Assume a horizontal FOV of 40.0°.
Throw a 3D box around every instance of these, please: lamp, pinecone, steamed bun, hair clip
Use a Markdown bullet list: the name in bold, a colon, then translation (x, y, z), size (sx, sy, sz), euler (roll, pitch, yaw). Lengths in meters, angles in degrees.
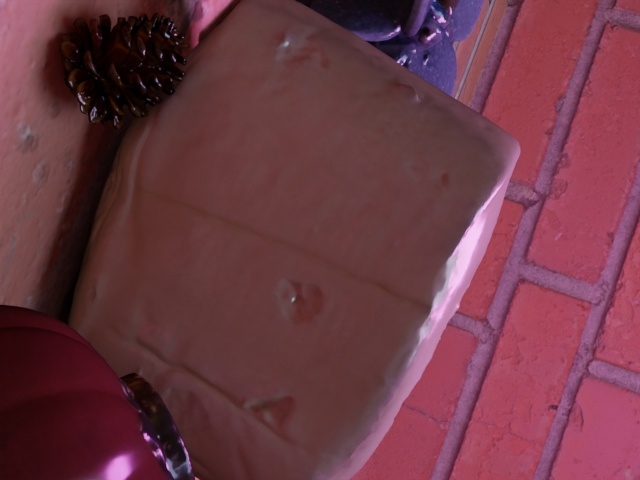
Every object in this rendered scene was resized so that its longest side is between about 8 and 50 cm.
- **lamp**: translation (-0.226, 0.196, 0.629), size (0.257, 0.303, 0.303), euler (-22, 137, -33)
- **pinecone**: translation (-0.170, -0.156, 0.767), size (0.109, 0.102, 0.102), euler (-33, 159, -3)
- **steamed bun**: translation (-0.038, 0.015, 0.916), size (0.456, 0.371, 0.290), euler (-59, 170, 7)
- **hair clip**: translation (0.083, -0.337, 1.153), size (0.392, 0.238, 0.318), euler (77, 34, -63)

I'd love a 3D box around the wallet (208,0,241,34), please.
- **wallet**: translation (-0.048, -0.191, 1.048), size (0.020, 0.196, 0.103), euler (-23, -152, 42)
